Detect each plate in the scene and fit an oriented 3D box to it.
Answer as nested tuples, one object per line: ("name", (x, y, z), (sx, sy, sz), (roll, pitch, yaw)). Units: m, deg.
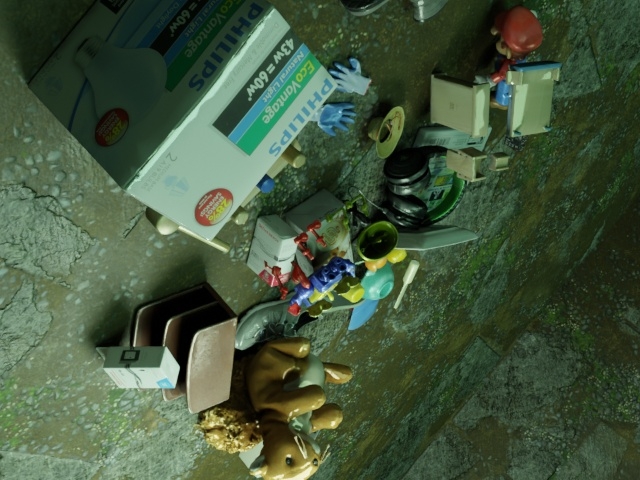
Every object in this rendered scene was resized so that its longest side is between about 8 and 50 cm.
("plate", (0.280, -0.015, 2.116), (0.278, 0.277, 0.045), (-10, 100, -43))

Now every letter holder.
("letter holder", (-0.347, 0.290, 1.788), (0.215, 0.152, 0.301), (-19, 135, -34))

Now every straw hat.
("straw hat", (0.159, -0.292, 1.869), (0.144, 0.061, 0.144), (-42, 145, -40))

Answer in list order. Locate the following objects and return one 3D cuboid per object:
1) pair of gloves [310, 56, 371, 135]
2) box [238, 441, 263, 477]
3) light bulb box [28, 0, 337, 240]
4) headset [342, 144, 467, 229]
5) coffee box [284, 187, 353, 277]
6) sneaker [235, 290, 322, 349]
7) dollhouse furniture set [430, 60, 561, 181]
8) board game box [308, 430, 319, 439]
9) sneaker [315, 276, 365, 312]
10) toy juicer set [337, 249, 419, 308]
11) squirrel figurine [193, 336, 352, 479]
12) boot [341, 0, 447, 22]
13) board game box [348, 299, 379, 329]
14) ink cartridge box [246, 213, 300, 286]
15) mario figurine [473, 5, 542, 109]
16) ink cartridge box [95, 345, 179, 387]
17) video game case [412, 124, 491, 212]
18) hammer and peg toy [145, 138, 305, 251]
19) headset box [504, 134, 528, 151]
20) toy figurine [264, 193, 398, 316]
("pair of gloves", (0.051, -0.348, 1.731), (0.159, 0.023, 0.198), (5, 120, -50))
("box", (-0.151, 0.647, 2.372), (0.094, 0.113, 0.275), (11, 115, -53))
("light bulb box", (-0.236, -0.260, 1.204), (0.358, 0.361, 0.225), (-51, 146, 1))
("headset", (0.250, -0.125, 1.998), (0.395, 0.185, 0.243), (-12, 125, -20))
("coffee box", (0.000, 0.000, 1.935), (0.141, 0.098, 0.246), (-34, 142, -20))
("sneaker", (-0.119, 0.232, 2.009), (0.281, 0.115, 0.105), (-28, 140, -27))
("dollhouse furniture set", (0.483, -0.344, 1.945), (0.304, 0.198, 0.286), (-13, 116, -22))
("board game box", (-0.074, 0.718, 2.448), (0.192, 0.053, 0.305), (-58, 174, 12))
("sneaker", (0.076, 0.141, 2.166), (0.222, 0.083, 0.118), (-16, 130, -40))
("toy juicer set", (0.191, 0.097, 2.165), (0.329, 0.089, 0.209), (15, 111, -55))
("squirrel figurine", (-0.134, 0.495, 1.964), (0.281, 0.397, 0.370), (50, 38, -52))
("boot", (0.208, -0.572, 1.621), (0.338, 0.118, 0.222), (-40, 150, -6))
("board game box", (0.137, 0.219, 2.353), (0.133, 0.033, 0.168), (-28, 145, -35))
("ink cartridge box", (-0.121, 0.023, 1.815), (0.063, 0.109, 0.150), (-14, 132, -41))
("mario figurine", (0.525, -0.536, 2.022), (0.320, 0.170, 0.198), (82, 13, -58))
("ink cartridge box", (-0.438, 0.301, 1.680), (0.180, 0.060, 0.104), (-3, 141, 11))
("video game case", (0.369, -0.215, 2.193), (0.329, 0.036, 0.299), (-12, 131, -42))
("hammer and peg toy", (-0.214, -0.146, 1.543), (0.361, 0.127, 0.266), (-46, 147, -5))
("headset box", (0.651, -0.345, 2.354), (0.032, 0.062, 0.083), (-22, 136, -35))
("toy figurine", (0.007, 0.065, 1.846), (0.363, 0.191, 0.217), (-39, 175, -26))
